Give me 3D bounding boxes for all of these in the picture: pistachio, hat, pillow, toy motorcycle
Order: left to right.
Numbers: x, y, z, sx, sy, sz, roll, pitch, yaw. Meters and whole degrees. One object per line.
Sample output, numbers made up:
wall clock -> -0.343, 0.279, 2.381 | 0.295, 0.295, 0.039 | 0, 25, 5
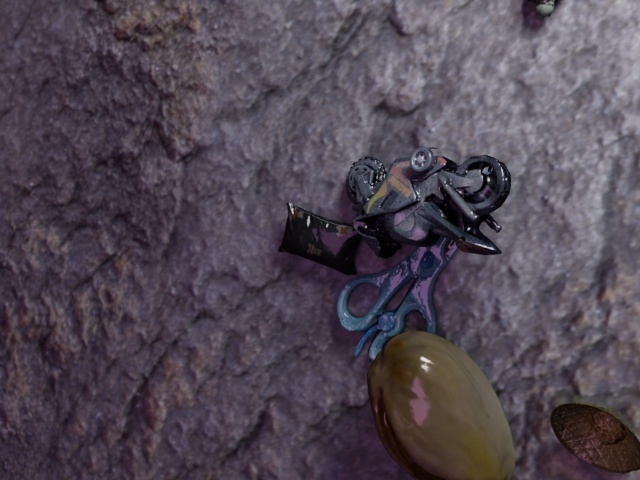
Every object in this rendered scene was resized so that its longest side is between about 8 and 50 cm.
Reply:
pillow -> 0.000, 0.000, 1.371 | 0.150, 0.048, 0.090 | 20, 95, 17
toy motorcycle -> 0.156, -0.053, 1.260 | 0.307, 0.108, 0.173 | 5, 81, 41
pistachio -> 0.186, 0.273, 1.254 | 0.288, 0.197, 0.166 | 55, 152, -7
hat -> 0.431, 0.278, 1.210 | 0.146, 0.067, 0.146 | 29, 144, 24

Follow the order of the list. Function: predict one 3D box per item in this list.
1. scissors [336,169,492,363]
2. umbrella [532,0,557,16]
scissors -> 0.174, 0.046, 1.313 | 0.180, 0.032, 0.393 | 41, 105, 14
umbrella -> 0.350, -0.414, 1.216 | 0.067, 0.062, 0.144 | 5, 94, -9
